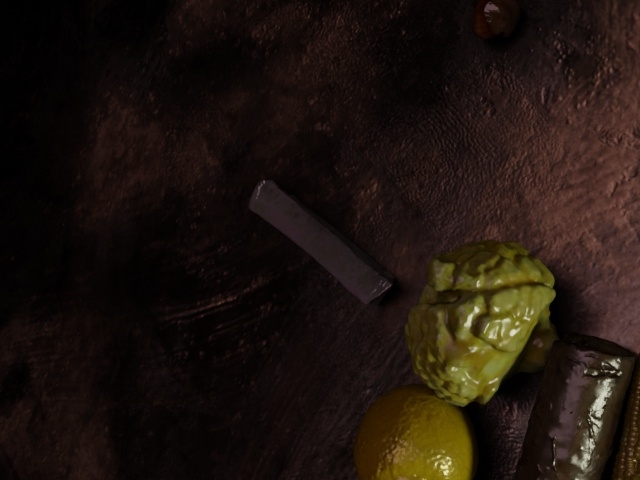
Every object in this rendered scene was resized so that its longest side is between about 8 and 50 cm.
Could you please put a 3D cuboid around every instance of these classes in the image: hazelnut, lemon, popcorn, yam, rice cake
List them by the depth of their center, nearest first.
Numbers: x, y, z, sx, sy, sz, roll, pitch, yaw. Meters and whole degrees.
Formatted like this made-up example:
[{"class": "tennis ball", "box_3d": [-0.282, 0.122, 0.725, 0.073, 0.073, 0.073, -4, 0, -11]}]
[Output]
[{"class": "yam", "box_3d": [0.347, 0.273, 1.394, 0.131, 0.131, 0.280, 17, 95, 35]}, {"class": "popcorn", "box_3d": [0.232, 0.115, 1.454, 0.195, 0.255, 0.256, 22, 80, 49]}, {"class": "lemon", "box_3d": [0.143, 0.312, 1.493, 0.187, 0.244, 0.187, 6, 120, 10]}, {"class": "hazelnut", "box_3d": [0.287, -0.371, 1.642, 0.086, 0.086, 0.086, -9, 74, 32]}, {"class": "rice cake", "box_3d": [0.000, 0.000, 1.749, 0.365, 0.056, 0.073, 38, 100, 34]}]

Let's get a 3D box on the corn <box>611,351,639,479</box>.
[{"class": "corn", "box_3d": [0.457, 0.260, 1.365, 0.086, 0.086, 0.288, 8, 81, 35]}]
